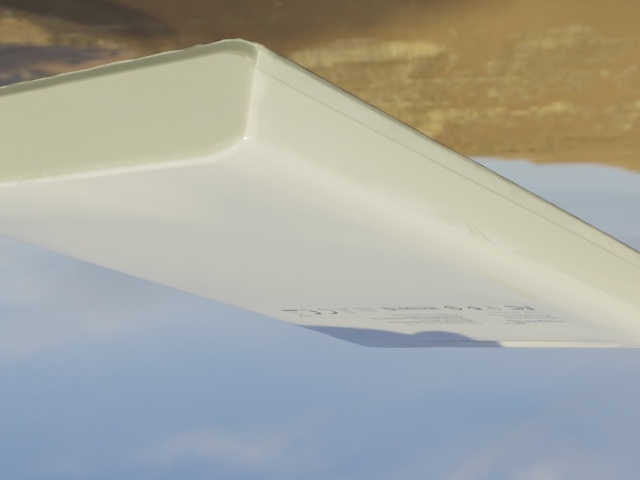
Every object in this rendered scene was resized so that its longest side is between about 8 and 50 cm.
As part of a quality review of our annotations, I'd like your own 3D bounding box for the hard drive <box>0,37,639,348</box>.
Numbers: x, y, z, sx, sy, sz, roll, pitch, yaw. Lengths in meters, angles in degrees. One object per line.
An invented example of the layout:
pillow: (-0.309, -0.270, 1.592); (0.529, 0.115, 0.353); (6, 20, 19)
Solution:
hard drive: (0.000, 0.000, 0.598); (0.233, 0.047, 0.353); (-4, 164, 40)
